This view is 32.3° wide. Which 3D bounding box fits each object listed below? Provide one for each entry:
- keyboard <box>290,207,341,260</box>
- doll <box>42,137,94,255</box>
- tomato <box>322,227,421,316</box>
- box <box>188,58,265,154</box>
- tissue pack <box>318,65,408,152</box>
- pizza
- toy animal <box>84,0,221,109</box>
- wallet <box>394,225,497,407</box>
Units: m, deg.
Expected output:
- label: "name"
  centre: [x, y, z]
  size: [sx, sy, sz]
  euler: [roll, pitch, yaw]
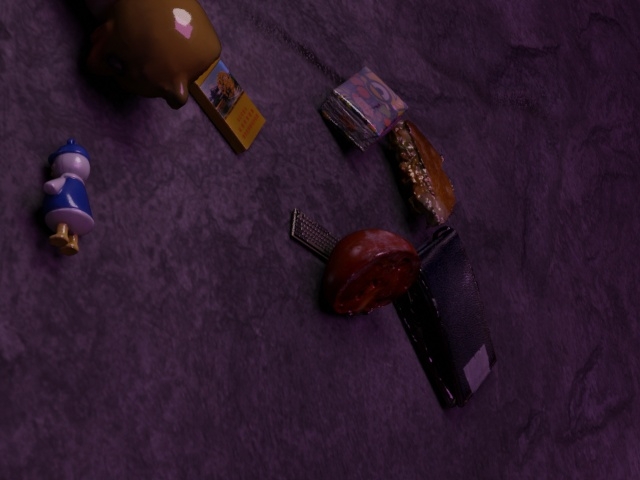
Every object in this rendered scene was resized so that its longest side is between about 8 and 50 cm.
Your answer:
- label: "keyboard"
  centre: [0.000, 0.000, 1.663]
  size: [0.129, 0.015, 0.049]
  euler: [35, 45, -41]
- label: "doll"
  centre: [-0.282, -0.054, 1.244]
  size: [0.099, 0.057, 0.143]
  euler: [55, 27, -59]
- label: "tomato"
  centre: [0.066, 0.038, 1.643]
  size: [0.159, 0.139, 0.091]
  euler: [1, 43, -41]
- label: "box"
  centre: [-0.142, -0.206, 1.573]
  size: [0.155, 0.023, 0.087]
  euler: [53, 38, -22]
- label: "tissue pack"
  centre: [0.073, -0.220, 1.840]
  size: [0.108, 0.060, 0.148]
  euler: [43, 34, 2]
- label: "pizza"
  centre: [0.178, -0.105, 1.942]
  size: [0.147, 0.069, 0.226]
  euler: [21, 46, -59]
- label: "toy animal"
  centre: [-0.219, -0.294, 1.387]
  size: [0.195, 0.169, 0.281]
  euler: [83, -3, -77]
- label: "wallet"
  centre: [0.214, 0.126, 1.867]
  size: [0.262, 0.071, 0.221]
  euler: [67, 27, -7]
